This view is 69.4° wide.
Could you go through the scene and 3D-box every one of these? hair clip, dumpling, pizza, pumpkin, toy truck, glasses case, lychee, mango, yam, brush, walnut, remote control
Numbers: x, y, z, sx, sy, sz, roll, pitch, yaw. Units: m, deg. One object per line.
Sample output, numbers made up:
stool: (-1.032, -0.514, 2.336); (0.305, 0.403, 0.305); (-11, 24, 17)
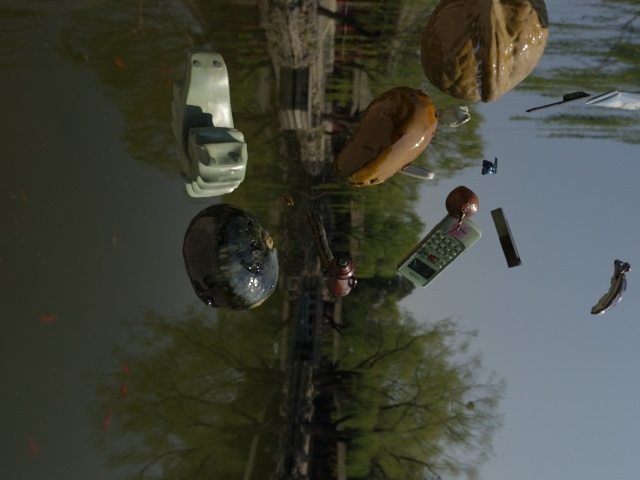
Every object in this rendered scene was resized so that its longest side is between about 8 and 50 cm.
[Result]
hair clip: (0.842, 0.139, 1.338); (0.172, 0.049, 0.116); (-64, 159, -3)
dumpling: (0.640, -0.603, 2.195); (0.100, 0.134, 0.169); (54, -22, -22)
pizza: (-0.143, -0.177, 1.999); (0.083, 0.016, 0.037); (49, -57, 28)
pumpkin: (-0.353, 0.066, 1.874); (0.454, 0.344, 0.454); (-16, 90, -80)
toy truck: (0.863, -0.384, 2.360); (0.136, 0.074, 0.063); (-65, 153, -49)
glasses case: (0.377, -0.294, 1.924); (0.074, 0.193, 0.049); (-48, 156, -75)
lychee: (0.445, -0.103, 1.454); (0.114, 0.101, 0.140); (-37, -119, 59)
mango: (0.133, -0.213, 0.982); (0.156, 0.249, 0.151); (47, 21, -12)
yam: (0.000, 0.000, 1.846); (0.061, 0.061, 0.253); (88, -16, -78)
brush: (0.731, -0.429, 1.420); (0.034, 0.190, 0.027); (-77, 153, -74)
walnut: (0.402, -0.501, 1.153); (0.333, 0.333, 0.333); (1, 90, -89)
remote control: (0.445, 0.038, 1.754); (0.344, 0.145, 0.050); (-53, -173, 36)

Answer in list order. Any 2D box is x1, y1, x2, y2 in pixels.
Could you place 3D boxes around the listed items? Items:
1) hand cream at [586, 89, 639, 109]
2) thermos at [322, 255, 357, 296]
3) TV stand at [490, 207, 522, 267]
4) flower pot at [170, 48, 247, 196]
hand cream: (0.908, -0.425, 1.387); (0.088, 0.256, 0.055); (-9, -93, 60)
thermos: (0.075, 0.117, 1.598); (0.124, 0.099, 0.232); (45, -19, 16)
TV stand: (0.784, -0.012, 1.955); (0.040, 0.049, 0.256); (3, 69, -50)
flower pot: (-0.319, -0.314, 1.294); (0.254, 0.165, 0.367); (-18, -96, 63)
